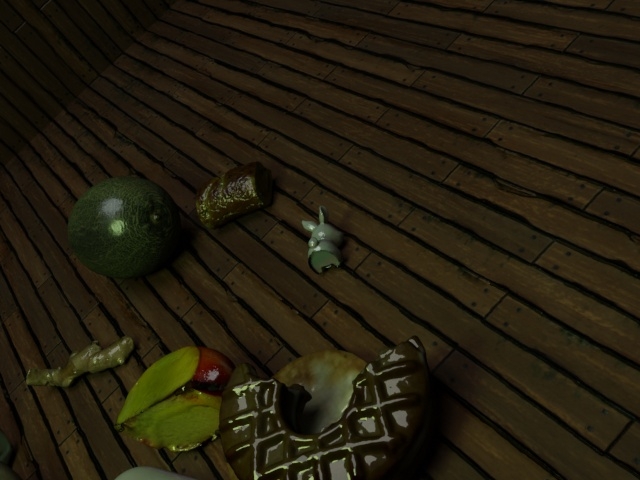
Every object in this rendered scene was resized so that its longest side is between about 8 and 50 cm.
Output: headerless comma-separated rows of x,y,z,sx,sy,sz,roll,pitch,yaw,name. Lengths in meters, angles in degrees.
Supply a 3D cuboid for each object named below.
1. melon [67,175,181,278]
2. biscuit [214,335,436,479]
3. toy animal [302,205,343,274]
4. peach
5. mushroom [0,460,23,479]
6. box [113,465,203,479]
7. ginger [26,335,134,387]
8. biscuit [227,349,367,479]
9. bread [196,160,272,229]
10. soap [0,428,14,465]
-0.478,-0.029,2.105,0.329,0.248,0.249,-10,44,50,melon
0.006,0.297,1.353,0.366,0.115,0.268,-16,52,19,biscuit
0.005,0.004,1.761,0.071,0.085,0.124,-40,25,33,toy animal
-0.229,0.277,1.599,0.267,0.158,0.154,-35,33,28,peach
-0.708,0.571,1.619,0.362,0.362,0.295,-66,5,-32,mushroom
-0.264,0.514,1.392,0.349,0.141,0.289,0,50,44,box
-0.546,0.279,1.984,0.288,0.075,0.089,-19,62,21,ginger
-0.048,0.302,1.507,0.309,0.040,0.204,-44,35,-5,biscuit
-0.204,-0.109,2.054,0.172,0.103,0.132,-20,46,22,bread
-0.890,0.465,1.791,0.212,0.435,0.350,-14,42,32,soap
